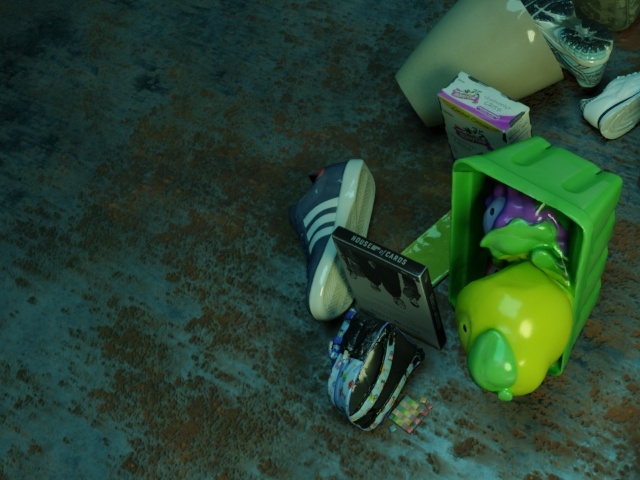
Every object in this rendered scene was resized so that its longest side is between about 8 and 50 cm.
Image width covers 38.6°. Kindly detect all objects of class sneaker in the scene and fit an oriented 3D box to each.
[{"bbox_3d":[0.000,0.000,1.731,0.148,0.131,0.350,-3,50,24],"label":"sneaker"},{"bbox_3d":[0.614,-0.291,1.752,0.235,0.090,0.095,-27,44,-4],"label":"sneaker"},{"bbox_3d":[0.478,-0.408,1.846,0.110,0.122,0.283,-19,46,-8],"label":"sneaker"}]

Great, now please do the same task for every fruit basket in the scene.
[{"bbox_3d":[0.297,0.071,1.427,0.283,0.392,0.392,34,72,33],"label":"fruit basket"}]

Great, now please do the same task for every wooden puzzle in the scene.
[{"bbox_3d":[0.149,0.294,1.546,0.049,0.006,0.083,34,72,33],"label":"wooden puzzle"}]

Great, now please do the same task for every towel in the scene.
[{"bbox_3d":[0.243,-0.001,1.708,0.237,0.021,0.102,-40,54,-10],"label":"towel"}]

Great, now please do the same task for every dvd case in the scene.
[{"bbox_3d":[0.119,0.084,1.553,0.179,0.239,0.029,26,66,30],"label":"dvd case"}]

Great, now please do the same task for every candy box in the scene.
[{"bbox_3d":[0.310,-0.181,1.676,0.071,0.233,0.159,-44,55,-14],"label":"candy box"}]

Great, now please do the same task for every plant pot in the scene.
[{"bbox_3d":[0.295,-0.353,1.817,0.274,0.256,0.256,-33,52,13],"label":"plant pot"}]

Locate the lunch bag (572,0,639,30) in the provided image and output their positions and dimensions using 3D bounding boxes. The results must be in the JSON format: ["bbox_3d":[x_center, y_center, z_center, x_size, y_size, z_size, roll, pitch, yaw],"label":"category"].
[{"bbox_3d":[0.592,-0.617,1.846,0.212,0.305,0.256,30,75,31],"label":"lunch bag"}]

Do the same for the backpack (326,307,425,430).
[{"bbox_3d":[0.076,0.223,1.534,0.117,0.158,0.173,18,76,36],"label":"backpack"}]
